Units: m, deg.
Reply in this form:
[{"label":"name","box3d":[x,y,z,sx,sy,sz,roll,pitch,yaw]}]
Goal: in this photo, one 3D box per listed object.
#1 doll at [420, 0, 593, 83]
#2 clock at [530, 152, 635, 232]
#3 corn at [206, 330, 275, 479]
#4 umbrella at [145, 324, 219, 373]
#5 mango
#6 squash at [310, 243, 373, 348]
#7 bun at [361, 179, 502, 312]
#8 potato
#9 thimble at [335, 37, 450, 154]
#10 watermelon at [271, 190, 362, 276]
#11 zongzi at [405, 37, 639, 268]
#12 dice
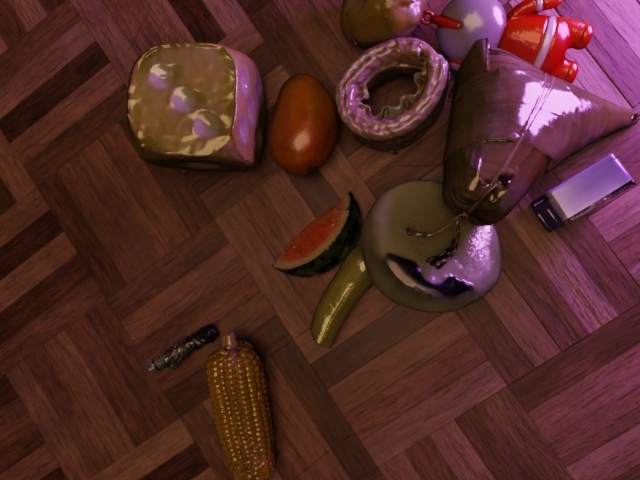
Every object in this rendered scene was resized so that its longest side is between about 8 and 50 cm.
[{"label":"doll","box3d":[0.367,-0.415,1.187,0.336,0.105,0.200,15,115,5]},{"label":"clock","box3d":[0.493,-0.086,1.115,0.144,0.193,0.073,-32,82,8]},{"label":"corn","box3d":[-0.171,0.372,1.267,0.130,0.130,0.347,-11,87,10]},{"label":"umbrella","box3d":[-0.319,0.253,1.334,0.188,0.046,0.050,-30,45,9]},{"label":"mango","box3d":[-0.034,-0.251,1.253,0.151,0.120,0.221,11,84,12]},{"label":"squash","box3d":[0.055,0.113,1.252,0.083,0.083,0.250,33,96,9]},{"label":"bun","box3d":[0.208,0.024,1.168,0.283,0.179,0.283,4,66,-9]},{"label":"potato","box3d":[0.127,-0.477,1.202,0.137,0.200,0.155,-4,105,-33]},{"label":"thimble","box3d":[0.149,-0.300,1.207,0.196,0.148,0.229,44,96,11]},{"label":"watermelon","box3d":[0.002,0.001,1.274,0.245,0.063,0.119,-45,51,8]},{"label":"zongzi","box3d":[0.403,-0.130,1.082,0.418,0.181,0.447,16,67,-3]},{"label":"dice","box3d":[-0.254,-0.273,1.239,0.238,0.227,0.233,2,89,10]}]
